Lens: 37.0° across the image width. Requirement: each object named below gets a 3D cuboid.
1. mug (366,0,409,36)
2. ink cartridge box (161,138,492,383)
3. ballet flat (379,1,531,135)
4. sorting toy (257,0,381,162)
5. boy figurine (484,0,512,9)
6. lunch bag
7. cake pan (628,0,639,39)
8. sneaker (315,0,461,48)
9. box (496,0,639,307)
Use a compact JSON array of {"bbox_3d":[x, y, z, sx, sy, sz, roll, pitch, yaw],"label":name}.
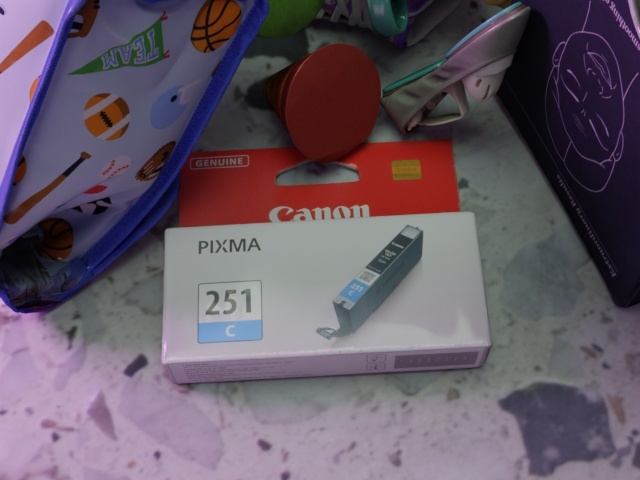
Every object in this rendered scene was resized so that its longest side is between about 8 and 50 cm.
[{"bbox_3d":[0.073,-0.294,0.921,0.129,0.097,0.157,-29,82,24],"label":"mug"},{"bbox_3d":[0.000,0.000,0.925,0.296,0.066,0.261,-3,62,0],"label":"ink cartridge box"},{"bbox_3d":[0.141,-0.160,0.939,0.072,0.213,0.068,-31,93,-36],"label":"ballet flat"},{"bbox_3d":[-0.064,-0.246,0.932,0.127,0.365,0.126,-39,35,-21],"label":"sorting toy"},{"bbox_3d":[0.133,-0.328,0.997,0.177,0.092,0.285,-40,73,-6],"label":"boy figurine"},{"bbox_3d":[-0.269,-0.169,0.881,0.239,0.385,0.328,-10,52,-47],"label":"lunch bag"},{"bbox_3d":[0.333,-0.155,0.559,0.293,0.054,0.293,0,64,0],"label":"cake pan"},{"bbox_3d":[0.024,-0.274,1.054,0.282,0.102,0.161,-18,66,-8],"label":"sneaker"},{"bbox_3d":[0.327,-0.171,0.819,0.212,0.395,0.293,-19,65,-10],"label":"box"}]
